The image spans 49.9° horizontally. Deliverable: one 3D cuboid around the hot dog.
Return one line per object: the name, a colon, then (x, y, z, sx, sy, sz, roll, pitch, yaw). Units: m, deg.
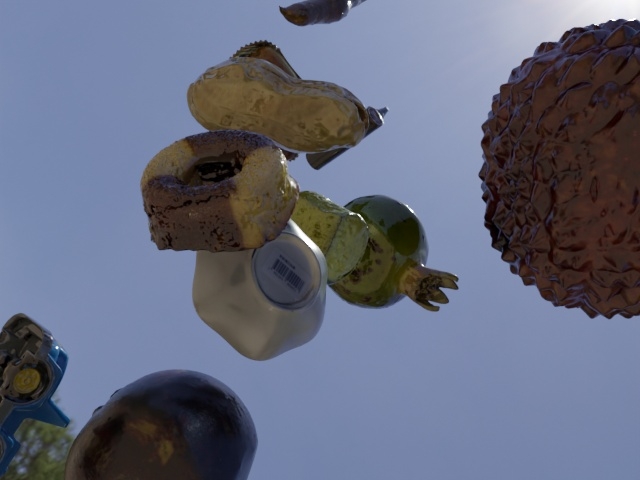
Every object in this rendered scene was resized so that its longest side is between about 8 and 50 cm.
hot dog: (-0.105, -0.308, 1.529, 0.163, 0.082, 0.270, -29, -82, 18)

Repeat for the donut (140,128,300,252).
donut: (-0.089, -0.045, 0.597, 0.140, 0.140, 0.059, 27, -39, 36)

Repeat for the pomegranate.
pomegranate: (0.115, 0.022, 1.154, 0.246, 0.198, 0.198, 3, -71, 22)

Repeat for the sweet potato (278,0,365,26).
sweet potato: (0.014, -0.411, 1.199, 0.067, 0.274, 0.067, 17, -57, 28)

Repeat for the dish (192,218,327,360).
dish: (-0.053, 0.041, 0.798, 0.066, 0.191, 0.190, -24, -92, 53)

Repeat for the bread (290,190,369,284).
bread: (0.000, 0.000, 1.005, 0.114, 0.111, 0.129, 23, -86, 43)

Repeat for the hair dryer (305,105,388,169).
hair dryer: (0.073, -0.225, 1.411, 0.173, 0.195, 0.050, -30, -83, 32)

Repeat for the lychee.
lychee: (0.443, -0.132, 0.998, 0.425, 0.425, 0.499, 21, -88, 38)

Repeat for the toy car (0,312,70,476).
toy car: (-0.334, 0.182, 0.734, 0.097, 0.191, 0.100, 18, -18, 45)

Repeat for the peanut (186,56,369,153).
peanut: (-0.067, -0.206, 1.059, 0.290, 0.130, 0.130, 16, -60, 9)

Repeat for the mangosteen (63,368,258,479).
mangosteen: (-0.166, 0.298, 0.817, 0.289, 0.231, 0.231, 54, -45, 19)
